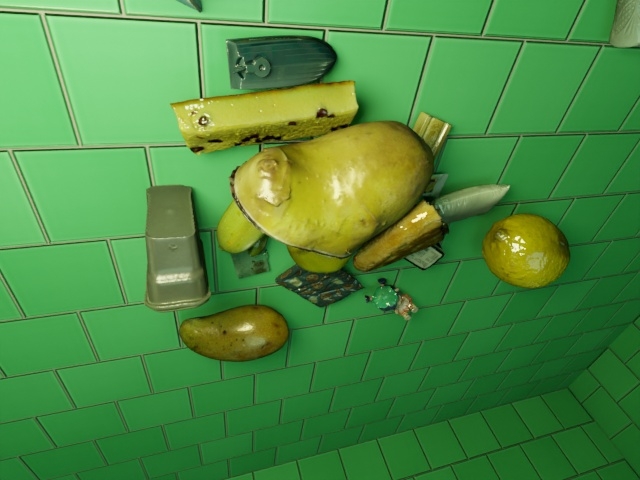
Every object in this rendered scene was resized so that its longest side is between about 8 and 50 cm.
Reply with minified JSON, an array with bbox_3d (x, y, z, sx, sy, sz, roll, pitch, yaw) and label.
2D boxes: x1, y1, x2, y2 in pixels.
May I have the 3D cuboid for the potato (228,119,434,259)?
[{"bbox_3d":[0.051,-0.156,0.858,0.398,0.289,0.296,23,127,-39],"label":"potato"}]

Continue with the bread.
[{"bbox_3d":[-0.108,-0.252,0.835,0.362,0.077,0.138,-12,176,-12],"label":"bread"}]

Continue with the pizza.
[{"bbox_3d":[0.218,-0.008,1.077,0.278,0.113,0.409,-25,171,-18],"label":"pizza"}]

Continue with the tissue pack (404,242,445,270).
[{"bbox_3d":[0.308,0.019,1.285,0.170,0.090,0.103,31,114,-37],"label":"tissue pack"}]

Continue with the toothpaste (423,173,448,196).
[{"bbox_3d":[0.218,-0.155,1.121,0.315,0.055,0.058,-2,171,-24],"label":"toothpaste"}]

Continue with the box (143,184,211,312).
[{"bbox_3d":[-0.330,0.008,0.899,0.139,0.274,0.178,-7,126,-18],"label":"box"}]

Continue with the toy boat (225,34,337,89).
[{"bbox_3d":[-0.072,-0.355,0.798,0.246,0.103,0.092,-16,127,-24],"label":"toy boat"}]

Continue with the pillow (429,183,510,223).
[{"bbox_3d":[0.434,-0.104,1.232,0.255,0.078,0.144,-14,151,-11],"label":"pillow"}]

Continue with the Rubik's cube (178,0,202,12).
[{"bbox_3d":[-0.285,-0.470,0.559,0.233,0.228,0.228,-39,101,-36],"label":"Rubik's cube"}]

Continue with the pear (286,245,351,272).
[{"bbox_3d":[0.000,0.001,1.079,0.199,0.198,0.198,-11,134,-12],"label":"pear"}]

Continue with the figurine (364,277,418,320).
[{"bbox_3d":[0.253,0.219,1.442,0.195,0.102,0.111,31,102,-42],"label":"figurine"}]

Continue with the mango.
[{"bbox_3d":[-0.264,0.297,1.264,0.330,0.176,0.176,-12,89,-12],"label":"mango"}]

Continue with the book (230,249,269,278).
[{"bbox_3d":[-0.202,0.050,1.158,0.103,0.017,0.134,-14,134,-9],"label":"book"}]

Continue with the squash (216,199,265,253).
[{"bbox_3d":[-0.192,-0.038,1.010,0.123,0.123,0.186,23,119,-36],"label":"squash"}]

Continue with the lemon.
[{"bbox_3d":[0.676,0.036,1.338,0.311,0.253,0.253,19,121,-34],"label":"lemon"}]

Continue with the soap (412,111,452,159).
[{"bbox_3d":[0.248,-0.200,1.056,0.092,0.037,0.251,11,113,-32],"label":"soap"}]

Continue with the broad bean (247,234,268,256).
[{"bbox_3d":[-0.119,-0.054,1.064,0.052,0.052,0.256,18,120,-48],"label":"broad bean"}]

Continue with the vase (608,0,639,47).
[{"bbox_3d":[0.717,-0.566,0.914,0.096,0.096,0.219,-30,132,6],"label":"vase"}]

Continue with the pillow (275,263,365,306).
[{"bbox_3d":[0.001,0.135,1.286,0.189,0.034,0.256,-29,134,24],"label":"pillow"}]
